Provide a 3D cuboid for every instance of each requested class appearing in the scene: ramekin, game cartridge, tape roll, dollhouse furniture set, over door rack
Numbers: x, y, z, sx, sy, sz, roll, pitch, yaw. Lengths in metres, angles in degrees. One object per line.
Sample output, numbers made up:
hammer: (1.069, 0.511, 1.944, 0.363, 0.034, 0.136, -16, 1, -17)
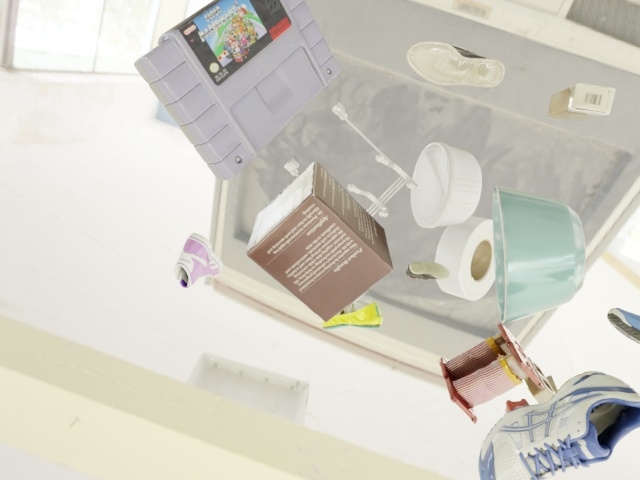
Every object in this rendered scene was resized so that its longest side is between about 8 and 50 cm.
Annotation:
ramekin: (0.397, -0.169, 1.515, 0.127, 0.273, 0.273, 4, -157, -13)
game cartridge: (-0.116, -0.300, 0.821, 0.068, 0.230, 0.355, 4, -134, 42)
tape roll: (0.511, 0.059, 1.645, 0.286, 0.286, 0.100, -1, -167, -44)
dollhouse furniture set: (0.506, 0.411, 1.261, 0.374, 0.201, 0.152, 44, -160, -23)
over door rack: (0.068, -0.181, 1.324, 0.324, 0.239, 0.108, 47, -157, 6)

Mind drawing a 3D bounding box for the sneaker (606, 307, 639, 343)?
sneaker: (0.616, 0.164, 0.835, 0.211, 0.081, 0.080, 25, -177, 22)

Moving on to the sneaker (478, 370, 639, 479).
sneaker: (0.392, 0.324, 0.788, 0.112, 0.296, 0.131, 52, 179, 0)

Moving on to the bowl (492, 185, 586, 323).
bowl: (0.476, 0.026, 1.061, 0.163, 0.312, 0.311, -4, -166, 16)

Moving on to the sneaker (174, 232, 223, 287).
sneaker: (-0.425, 0.100, 1.634, 0.102, 0.161, 0.282, 17, 157, 13)

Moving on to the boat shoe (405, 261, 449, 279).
boat shoe: (0.310, 0.090, 1.388, 0.133, 0.042, 0.049, 7, -120, -17)

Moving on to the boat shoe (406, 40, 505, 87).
boat shoe: (0.260, -0.349, 0.953, 0.206, 0.075, 0.065, 7, -151, -13)

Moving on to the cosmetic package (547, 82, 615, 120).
cosmetic package: (0.420, -0.222, 0.780, 0.060, 0.041, 0.115, 10, -170, 8)

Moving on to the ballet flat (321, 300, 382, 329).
ballet flat: (0.083, 0.206, 1.325, 0.077, 0.077, 0.231, 1, 170, -37)

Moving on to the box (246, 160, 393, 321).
box: (0.000, 0.000, 0.882, 0.203, 0.168, 0.167, 43, -160, -19)
